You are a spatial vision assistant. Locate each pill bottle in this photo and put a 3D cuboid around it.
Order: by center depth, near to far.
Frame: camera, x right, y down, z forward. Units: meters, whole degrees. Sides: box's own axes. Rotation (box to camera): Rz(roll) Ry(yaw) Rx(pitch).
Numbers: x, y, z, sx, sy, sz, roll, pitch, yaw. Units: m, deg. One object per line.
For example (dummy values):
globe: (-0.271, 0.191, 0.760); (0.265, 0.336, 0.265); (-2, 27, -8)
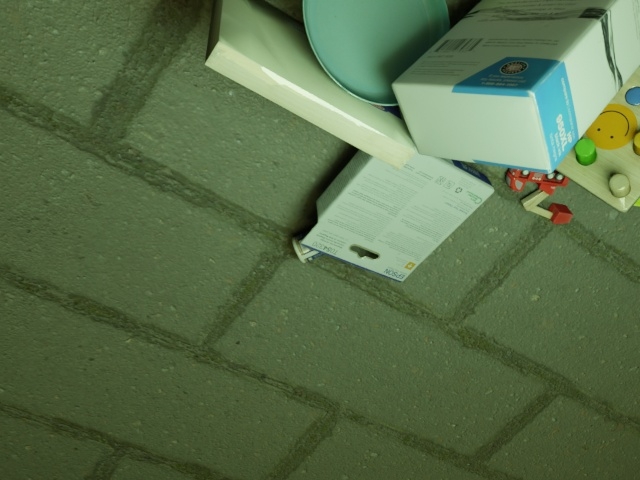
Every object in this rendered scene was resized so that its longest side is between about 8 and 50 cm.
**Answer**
pill bottle: (0.000, 0.000, 1.644); (0.120, 0.067, 0.067); (-24, 124, 7)

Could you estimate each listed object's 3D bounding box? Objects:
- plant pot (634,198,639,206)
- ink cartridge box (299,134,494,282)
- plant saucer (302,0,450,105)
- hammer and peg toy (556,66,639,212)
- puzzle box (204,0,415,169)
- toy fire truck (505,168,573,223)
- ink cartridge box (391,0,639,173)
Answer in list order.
plant pot: (0.737, -0.203, 1.541); (0.227, 0.228, 0.207); (5, 117, -12)
ink cartridge box: (0.164, -0.073, 1.587); (0.324, 0.071, 0.330); (22, 124, -34)
plant saucer: (0.101, -0.403, 1.309); (0.317, 0.043, 0.318); (2, 86, -27)
hammer and peg toy: (0.534, -0.258, 1.405); (0.266, 0.361, 0.127); (-51, 154, 7)
puzzle box: (-0.015, -0.306, 1.308); (0.409, 0.272, 0.052); (26, 124, -23)
toy fire truck: (0.515, -0.113, 1.666); (0.192, 0.047, 0.135); (6, 124, -13)
ink cartridge box: (0.368, -0.314, 1.256); (0.395, 0.285, 0.166); (-45, 128, -24)
